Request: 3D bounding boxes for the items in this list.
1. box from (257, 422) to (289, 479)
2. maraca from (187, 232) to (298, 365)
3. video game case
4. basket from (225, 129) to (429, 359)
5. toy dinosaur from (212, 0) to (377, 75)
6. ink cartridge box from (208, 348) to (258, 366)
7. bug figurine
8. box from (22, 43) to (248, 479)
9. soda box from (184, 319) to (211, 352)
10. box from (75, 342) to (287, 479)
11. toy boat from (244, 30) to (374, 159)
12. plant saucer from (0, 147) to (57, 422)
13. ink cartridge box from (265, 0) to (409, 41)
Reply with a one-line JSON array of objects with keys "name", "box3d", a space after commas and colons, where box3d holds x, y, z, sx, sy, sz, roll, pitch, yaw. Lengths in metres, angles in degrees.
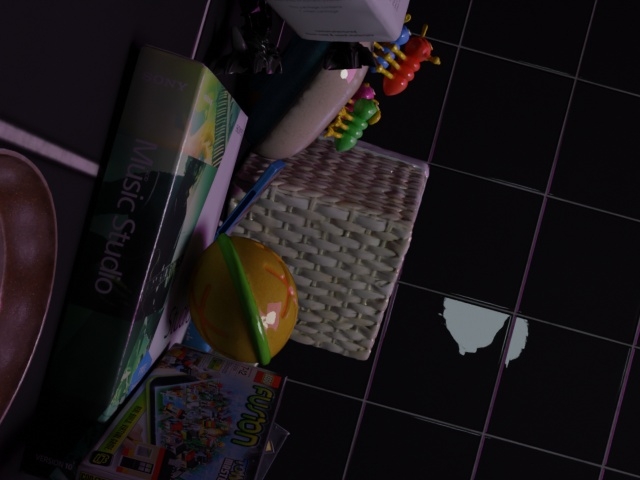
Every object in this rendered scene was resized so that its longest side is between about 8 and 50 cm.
[{"name": "box", "box3d": [-0.166, 0.334, 0.597, 0.293, 0.073, 0.295, -59, 176, 19]}, {"name": "maraca", "box3d": [-0.075, 0.055, 0.611, 0.185, 0.099, 0.127, 164, -90, -80]}, {"name": "video game case", "box3d": [-0.113, -0.049, 0.944, 0.166, 0.015, 0.119, -50, -176, 10]}, {"name": "basket", "box3d": [0.000, 0.000, 1.180, 0.266, 0.331, 0.329, -71, 176, -58]}, {"name": "toy dinosaur", "box3d": [-0.019, -0.286, 0.661, 0.322, 0.164, 0.219, -25, 115, -57]}, {"name": "ink cartridge box", "box3d": [-0.159, 0.225, 0.673, 0.235, 0.056, 0.171, -55, 175, -33]}, {"name": "bug figurine", "box3d": [0.084, -0.242, 0.975, 0.216, 0.072, 0.279, -51, -164, 19]}, {"name": "box", "box3d": [-0.145, 0.018, 0.566, 0.232, 0.058, 0.322, -72, 177, -87]}, {"name": "soda box", "box3d": [-0.161, 0.109, 0.781, 0.067, 0.071, 0.210, -71, 178, -46]}, {"name": "box", "box3d": [-0.097, 0.150, 0.506, 0.207, 0.114, 0.036, -73, 179, -76]}, {"name": "toy boat", "box3d": [-0.027, -0.267, 0.944, 0.267, 0.148, 0.318, -43, -160, 42]}, {"name": "plant saucer", "box3d": [-0.167, 0.039, 0.275, 0.168, 0.029, 0.169, -165, -90, -89]}, {"name": "ink cartridge box", "box3d": [-0.009, -0.248, 0.391, 0.219, 0.092, 0.161, 27, 76, -58]}]
